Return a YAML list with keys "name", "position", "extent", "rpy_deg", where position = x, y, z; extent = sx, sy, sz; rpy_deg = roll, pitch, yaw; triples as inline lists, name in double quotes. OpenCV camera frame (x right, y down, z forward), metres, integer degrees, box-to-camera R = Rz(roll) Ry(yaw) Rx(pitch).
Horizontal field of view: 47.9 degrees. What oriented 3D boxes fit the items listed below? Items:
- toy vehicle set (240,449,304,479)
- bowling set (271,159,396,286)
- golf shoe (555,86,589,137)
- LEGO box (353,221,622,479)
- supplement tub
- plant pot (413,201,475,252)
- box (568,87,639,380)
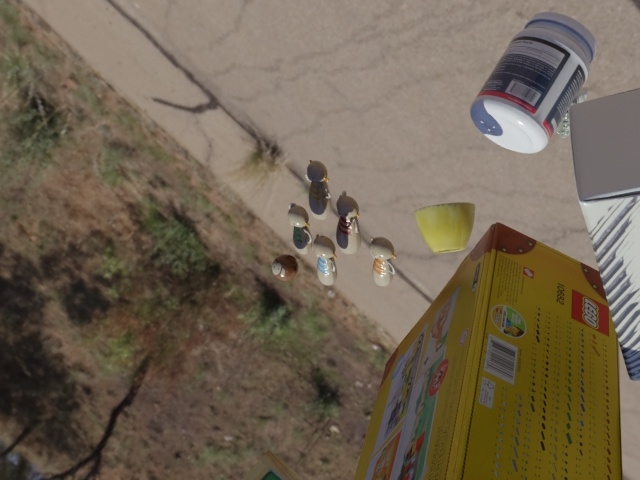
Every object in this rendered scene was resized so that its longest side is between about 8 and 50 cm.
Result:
- name: "toy vehicle set"
  position: [0.017, 0.254, 0.349]
  extent: [0.267, 0.166, 0.035]
  rpy_deg: [37, 157, 17]
- name: "bowling set"
  position: [0.000, 0.000, 1.402]
  extent: [0.287, 0.200, 0.154]
  rpy_deg: [45, 157, 31]
- name: "golf shoe"
  position: [0.643, -0.326, 1.839]
  extent: [0.069, 0.086, 0.176]
  rpy_deg: [52, 172, 18]
- name: "LEGO box"
  position: [0.183, 0.283, 0.900]
  extent: [0.193, 0.500, 0.372]
  rpy_deg: [26, 134, -2]
- name: "supplement tub"
  position: [0.479, -0.352, 1.623]
  extent: [0.191, 0.272, 0.191]
  rpy_deg: [32, 172, 5]
- name: "plant pot"
  position: [0.277, -0.024, 1.580]
  extent: [0.134, 0.095, 0.134]
  rpy_deg: [-6, 172, -1]
- name: "box"
  position: [0.285, 0.006, 0.607]
  extent: [0.094, 0.113, 0.275]
  rpy_deg: [-11, 137, 25]
